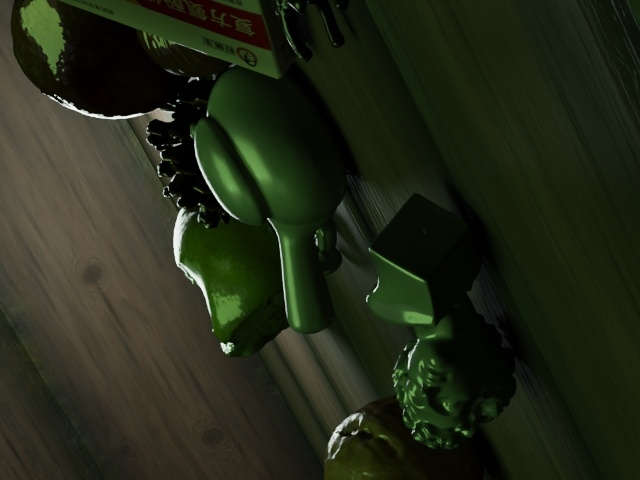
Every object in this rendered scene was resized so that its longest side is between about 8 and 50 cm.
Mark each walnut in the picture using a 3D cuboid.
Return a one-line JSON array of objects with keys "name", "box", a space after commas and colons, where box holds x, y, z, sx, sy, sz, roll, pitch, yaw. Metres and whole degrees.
[{"name": "walnut", "box": [0.107, 0.297, 1.967, 0.195, 0.195, 0.221, 62, 160, -15]}]

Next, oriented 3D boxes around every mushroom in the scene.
[{"name": "mushroom", "box": [-0.249, -0.278, 1.873, 0.195, 0.263, 0.283, 42, 124, 52]}]

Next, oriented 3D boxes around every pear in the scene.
[{"name": "pear", "box": [-0.157, 0.037, 2.631, 0.282, 0.176, 0.286, 59, 170, 15]}]

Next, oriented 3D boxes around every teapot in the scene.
[{"name": "teapot", "box": [-0.040, -0.053, 1.785, 0.318, 0.149, 0.220, 60, 172, 2]}]

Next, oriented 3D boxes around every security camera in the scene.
[{"name": "security camera", "box": [0.000, 0.000, 2.069, 0.058, 0.058, 0.092, 52, 160, 38]}]

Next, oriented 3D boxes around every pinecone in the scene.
[{"name": "pinecone", "box": [-0.142, -0.121, 2.062, 0.185, 0.168, 0.212, -103, -1, -73]}]

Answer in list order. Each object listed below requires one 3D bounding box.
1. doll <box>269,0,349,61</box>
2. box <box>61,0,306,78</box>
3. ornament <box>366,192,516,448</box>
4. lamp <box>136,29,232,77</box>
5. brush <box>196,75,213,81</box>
[{"name": "doll", "box": [-0.028, -0.259, 1.377, 0.139, 0.057, 0.165, 96, 151, -78]}, {"name": "box", "box": [-0.194, -0.304, 1.586, 0.353, 0.069, 0.214, 23, 155, 23]}, {"name": "ornament", "box": [0.116, 0.073, 1.487, 0.120, 0.130, 0.285, 28, 143, 41]}, {"name": "lamp", "box": [-0.144, -0.253, 1.748, 0.136, 0.136, 0.136, 57, 170, 15]}, {"name": "brush", "box": [-0.216, -0.302, 2.338, 0.266, 0.027, 0.062, 53, 169, 55]}]
